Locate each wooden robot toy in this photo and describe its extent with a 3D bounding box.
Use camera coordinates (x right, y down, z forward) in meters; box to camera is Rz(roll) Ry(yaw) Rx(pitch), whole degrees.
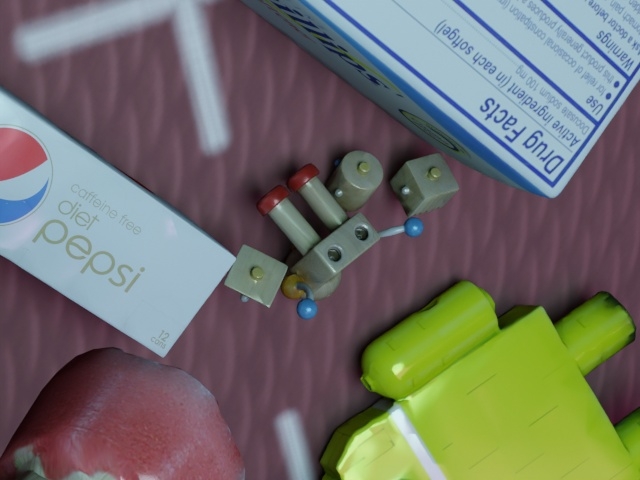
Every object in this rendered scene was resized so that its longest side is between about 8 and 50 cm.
[{"bbox_3d":[0.000,0.000,0.923,0.173,0.079,0.076,-36,81,-31],"label":"wooden robot toy"}]

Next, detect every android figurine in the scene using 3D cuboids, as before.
[{"bbox_3d":[0.114,0.157,0.999,0.273,0.056,0.248,-31,97,-15],"label":"android figurine"}]

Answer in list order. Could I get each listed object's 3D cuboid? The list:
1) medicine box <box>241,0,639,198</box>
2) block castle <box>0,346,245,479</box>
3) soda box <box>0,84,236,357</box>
[{"bbox_3d":[0.089,-0.219,0.829,0.263,0.149,0.289,35,91,-32],"label":"medicine box"},{"bbox_3d":[-0.241,0.185,0.652,0.213,0.453,0.303,-51,138,-55],"label":"block castle"},{"bbox_3d":[-0.153,-0.025,0.821,0.216,0.069,0.074,37,89,-32],"label":"soda box"}]
